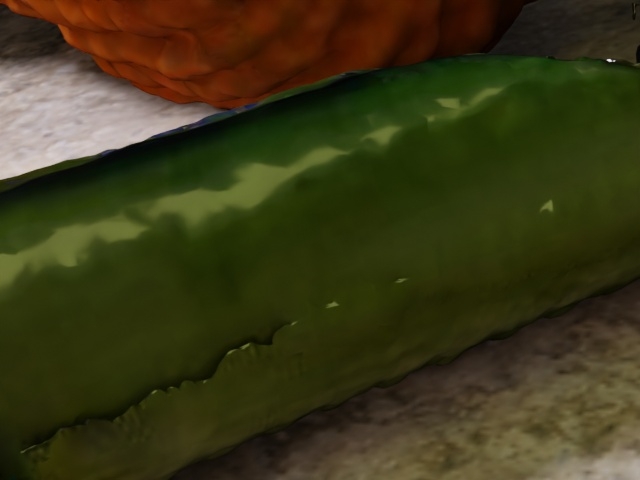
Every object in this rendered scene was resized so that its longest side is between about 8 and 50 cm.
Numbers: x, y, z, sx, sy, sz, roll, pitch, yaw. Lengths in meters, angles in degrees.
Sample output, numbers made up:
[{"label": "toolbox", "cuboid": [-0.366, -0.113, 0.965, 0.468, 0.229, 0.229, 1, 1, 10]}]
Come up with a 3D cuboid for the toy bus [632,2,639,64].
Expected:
[{"label": "toy bus", "cuboid": [0.178, -0.162, 0.853, 0.106, 0.131, 0.297, -7, 32, 6]}]

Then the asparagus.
[{"label": "asparagus", "cuboid": [0.000, 0.000, 0.677, 0.382, 0.108, 0.128, -20, 31, -17]}]

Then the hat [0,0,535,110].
[{"label": "hat", "cuboid": [-0.071, -0.169, 0.913, 0.285, 0.285, 0.400, -34, 12, -32]}]
